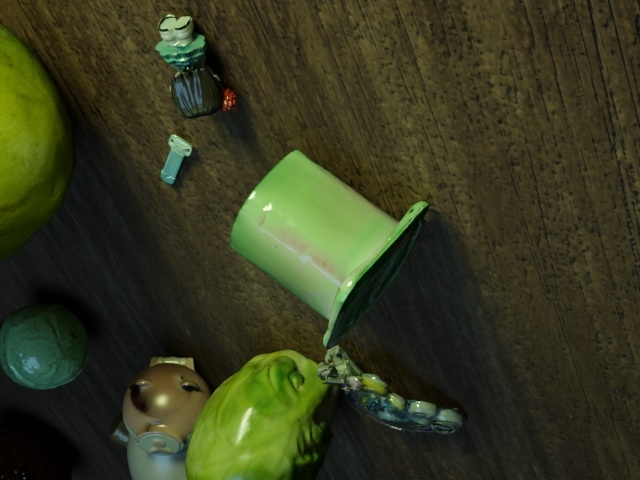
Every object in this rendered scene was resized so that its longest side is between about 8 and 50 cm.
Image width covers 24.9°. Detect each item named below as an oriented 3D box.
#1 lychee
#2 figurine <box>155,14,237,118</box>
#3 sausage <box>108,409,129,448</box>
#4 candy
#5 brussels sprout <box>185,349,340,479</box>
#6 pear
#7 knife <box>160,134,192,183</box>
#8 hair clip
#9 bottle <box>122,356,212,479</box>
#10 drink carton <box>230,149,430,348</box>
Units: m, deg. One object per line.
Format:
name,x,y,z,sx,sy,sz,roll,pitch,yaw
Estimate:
lychee,-0.491,0.382,2.322,0.194,0.194,0.194,23,148,15
figurine,-0.118,-0.161,1.356,0.060,0.047,0.106,-14,128,4
sausage,-0.166,0.336,2.070,0.301,0.066,0.066,36,149,-6
candy,-0.454,0.150,2.052,0.119,0.119,0.440,47,153,-22
brussels sprout,-0.073,0.234,1.700,0.161,0.223,0.223,21,148,9
pear,-0.396,-0.115,1.460,0.307,0.253,0.253,35,149,-12
knife,-0.152,-0.084,1.523,0.027,0.010,0.096,32,151,-1
hair clip,0.076,0.177,1.662,0.172,0.049,0.116,32,163,-15
bottle,-0.189,0.249,1.890,0.147,0.147,0.236,19,145,21
drink carton,0.000,0.000,1.393,0.142,0.146,0.144,35,149,12
